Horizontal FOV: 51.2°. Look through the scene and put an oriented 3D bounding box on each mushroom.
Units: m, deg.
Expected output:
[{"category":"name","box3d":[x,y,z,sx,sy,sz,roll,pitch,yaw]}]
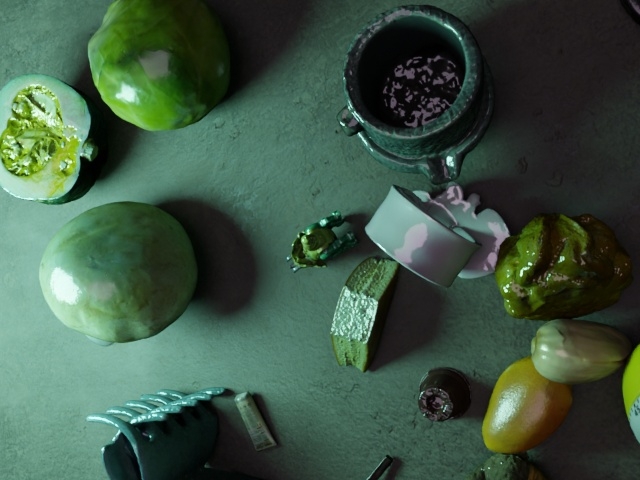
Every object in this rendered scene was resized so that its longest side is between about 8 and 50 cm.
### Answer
[{"category":"mushroom","box3d":[-0.452,0.069,1.524,0.351,0.260,0.353,0,60,1]}]

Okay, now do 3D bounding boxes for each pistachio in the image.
[{"category":"pistachio","box3d":[0.471,0.204,1.202,0.200,0.145,0.117,9,102,-24]}]

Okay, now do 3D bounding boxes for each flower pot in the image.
[{"category":"flower pot","box3d":[0.244,0.318,1.348,0.111,0.089,0.111,1,92,22]},{"category":"flower pot","box3d":[0.184,-0.253,1.244,0.298,0.283,0.299,-1,87,14]}]

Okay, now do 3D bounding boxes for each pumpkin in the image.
[{"category":"pumpkin","box3d":[-0.637,-0.233,1.627,0.263,0.197,0.293,18,92,8]}]

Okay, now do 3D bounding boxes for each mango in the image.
[{"category":"mango","box3d":[0.390,0.321,1.284,0.141,0.102,0.217,43,104,21]}]

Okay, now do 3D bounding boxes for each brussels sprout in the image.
[{"category":"brussels sprout","box3d":[-0.349,-0.391,1.479,0.343,0.268,0.345,-12,68,33]}]

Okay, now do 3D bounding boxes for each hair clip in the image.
[{"category":"hair clip","box3d":[-0.346,0.470,1.477,0.391,0.318,0.239,-4,88,24]}]

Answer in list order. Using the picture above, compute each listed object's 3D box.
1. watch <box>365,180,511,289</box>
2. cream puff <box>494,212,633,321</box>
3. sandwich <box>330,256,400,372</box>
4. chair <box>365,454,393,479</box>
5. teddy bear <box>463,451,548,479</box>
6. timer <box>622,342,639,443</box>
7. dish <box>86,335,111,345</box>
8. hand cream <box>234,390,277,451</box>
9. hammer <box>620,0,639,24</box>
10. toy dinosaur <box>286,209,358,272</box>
[{"category":"watch","box3d":[0.226,-0.015,1.268,0.244,0.231,0.196,37,102,20]},{"category":"cream puff","box3d":[0.426,0.050,1.190,0.243,0.196,0.244,5,130,6]},{"category":"sandwich","box3d":[0.088,0.158,1.406,0.094,0.096,0.258,17,96,26]},{"category":"chair","box3d":[0.096,0.646,1.379,0.183,0.175,0.326,40,99,6]},{"category":"teddy bear","box3d":[0.393,0.498,1.284,0.190,0.140,0.177,48,150,4]},{"category":"timer","box3d":[0.641,0.223,1.130,0.284,0.285,0.286,1,93,22]},{"category":"dish","box3d":[-0.565,0.177,1.679,0.190,0.066,0.191,1,92,22]},{"category":"hand cream","box3d":[-0.152,0.417,1.544,0.061,0.039,0.143,-24,92,21]},{"category":"hammer","box3d":[0.739,-0.519,1.141,0.439,0.044,0.169,-28,81,21]},{"category":"toy dinosaur","box3d":[0.000,0.000,1.366,0.153,0.259,0.094,-33,81,-8]}]
